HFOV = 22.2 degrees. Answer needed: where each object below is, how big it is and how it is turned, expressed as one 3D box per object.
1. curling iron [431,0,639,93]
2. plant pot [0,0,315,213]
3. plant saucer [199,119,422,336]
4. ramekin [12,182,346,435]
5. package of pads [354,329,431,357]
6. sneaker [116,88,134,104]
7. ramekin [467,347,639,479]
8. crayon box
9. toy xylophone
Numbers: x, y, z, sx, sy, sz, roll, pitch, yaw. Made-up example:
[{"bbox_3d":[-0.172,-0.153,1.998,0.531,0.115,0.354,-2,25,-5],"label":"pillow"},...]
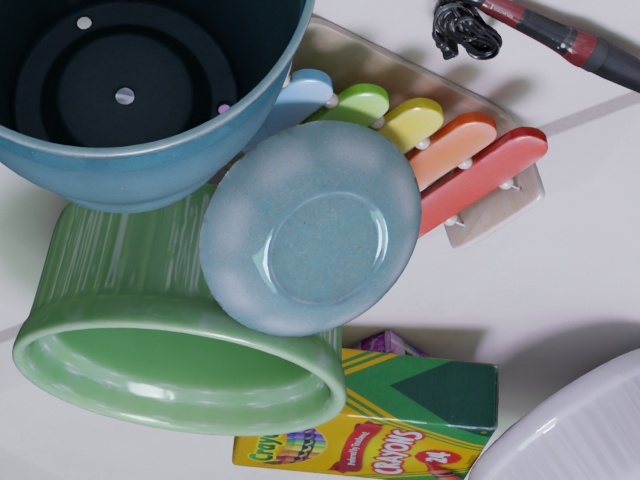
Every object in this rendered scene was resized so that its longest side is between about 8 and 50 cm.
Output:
[{"bbox_3d":[0.207,-0.153,1.352,0.274,0.035,0.068,13,148,-25],"label":"curling iron"},{"bbox_3d":[-0.142,-0.144,1.135,0.271,0.272,0.255,-2,163,-4],"label":"plant pot"},{"bbox_3d":[0.000,0.000,1.316,0.195,0.037,0.195,-10,119,-18],"label":"plant saucer"},{"bbox_3d":[-0.119,0.064,1.502,0.303,0.148,0.303,6,157,3],"label":"ramekin"},{"bbox_3d":[0.080,0.131,1.791,0.050,0.032,0.083,-24,143,30],"label":"package of pads"},{"bbox_3d":[-0.219,-0.115,1.335,0.152,0.061,0.054,-8,150,9],"label":"sneaker"},{"bbox_3d":[0.308,0.245,1.813,0.273,0.127,0.273,-29,158,-13],"label":"ramekin"},{"bbox_3d":[0.019,0.190,1.789,0.318,0.081,0.202,6,154,-4],"label":"crayon box"},{"bbox_3d":[0.029,-0.076,1.408,0.322,0.081,0.236,16,143,-28],"label":"toy xylophone"}]
